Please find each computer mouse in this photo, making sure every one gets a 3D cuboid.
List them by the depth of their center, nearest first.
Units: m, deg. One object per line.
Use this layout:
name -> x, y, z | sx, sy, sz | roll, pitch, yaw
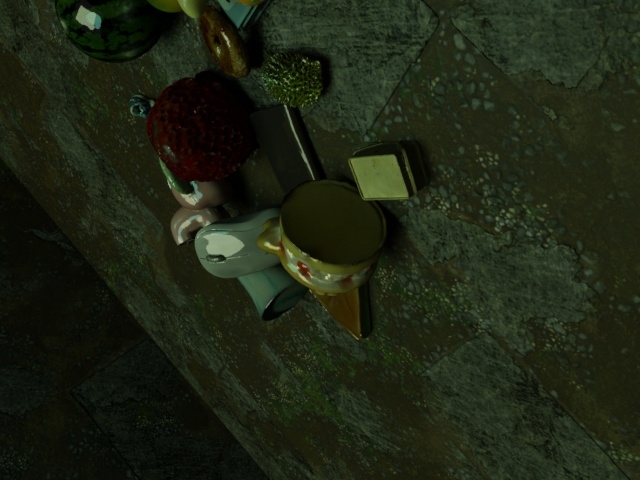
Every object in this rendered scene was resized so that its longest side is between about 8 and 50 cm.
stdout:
computer mouse -> -0.205, 0.016, 1.922 | 0.121, 0.297, 0.184 | -113, 10, -59

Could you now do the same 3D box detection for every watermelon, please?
watermelon -> -0.552, -0.612, 1.788 | 0.285, 0.285, 0.285 | 32, 141, 30

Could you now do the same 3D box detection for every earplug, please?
earplug -> -0.204, 0.071, 2.082 | 0.324, 0.185, 0.185 | 47, 147, 20

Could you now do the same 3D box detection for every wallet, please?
wallet -> -0.214, -0.624, 1.542 | 0.250, 0.075, 0.176 | 55, 151, -3
wallet -> -0.072, -0.208, 1.770 | 0.165, 0.042, 0.309 | -1, 120, 49

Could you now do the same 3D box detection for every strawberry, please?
strawberry -> -0.336, -0.278, 1.797 | 0.292, 0.310, 0.291 | 29, 142, 26

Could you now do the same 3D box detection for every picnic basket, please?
picnic basket -> 0.152, -0.155, 1.508 | 0.164, 0.079, 0.115 | 6, 123, 48

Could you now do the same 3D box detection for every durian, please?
durian -> -0.085, -0.374, 1.581 | 0.221, 0.096, 0.137 | 29, 125, 50

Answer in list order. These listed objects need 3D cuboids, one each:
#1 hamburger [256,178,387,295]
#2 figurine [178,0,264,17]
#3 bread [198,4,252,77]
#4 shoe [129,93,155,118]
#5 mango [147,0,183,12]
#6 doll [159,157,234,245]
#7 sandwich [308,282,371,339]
hamburger -> 0.000, 0.000, 1.652 | 0.303, 0.260, 0.186 | 12, 141, -6
figurine -> -0.177, -0.589, 1.402 | 0.222, 0.124, 0.324 | 42, 117, -2
bread -> -0.232, -0.486, 1.659 | 0.193, 0.064, 0.193 | 51, 166, 18
shoe -> -0.576, -0.425, 2.168 | 0.143, 0.071, 0.063 | 26, 138, 42
mango -> -0.387, -0.676, 1.652 | 0.157, 0.114, 0.250 | -29, 84, 25
doll -> -0.379, -0.148, 2.009 | 0.217, 0.284, 0.268 | -28, 87, 14
sandwich -> 0.078, 0.152, 1.894 | 0.245, 0.063, 0.212 | 47, 145, 8
